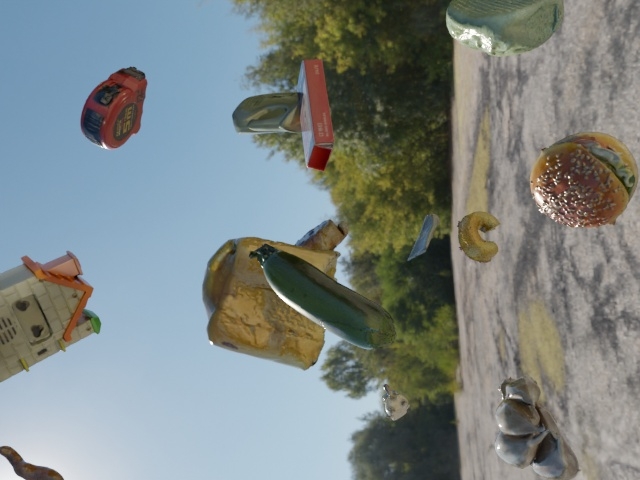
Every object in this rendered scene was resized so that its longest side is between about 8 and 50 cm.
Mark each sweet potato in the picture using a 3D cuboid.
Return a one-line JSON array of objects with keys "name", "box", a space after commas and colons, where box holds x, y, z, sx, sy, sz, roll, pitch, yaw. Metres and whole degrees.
[{"name": "sweet potato", "box": [-0.614, 0.485, 1.075, 0.044, 0.178, 0.044, 16, -90, -75]}]

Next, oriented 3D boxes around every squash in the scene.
[{"name": "squash", "box": [-0.012, 0.089, 0.880, 0.087, 0.331, 0.087, -34, -40, -34]}]

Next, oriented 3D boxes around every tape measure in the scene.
[{"name": "tape measure", "box": [-0.711, -0.444, 1.750, 0.253, 0.113, 0.260, -63, -1, 41]}]

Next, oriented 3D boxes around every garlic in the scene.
[{"name": "garlic", "box": [0.537, 0.464, 1.263, 0.292, 0.209, 0.238, -43, -41, -72]}]

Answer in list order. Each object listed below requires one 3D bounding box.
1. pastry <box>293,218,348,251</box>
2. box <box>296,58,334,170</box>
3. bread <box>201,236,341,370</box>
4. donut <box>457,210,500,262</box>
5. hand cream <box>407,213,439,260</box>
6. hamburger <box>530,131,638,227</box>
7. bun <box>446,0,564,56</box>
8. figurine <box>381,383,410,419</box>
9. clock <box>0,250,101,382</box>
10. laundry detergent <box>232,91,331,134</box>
[{"name": "pastry", "box": [0.000, 0.000, 1.908, 0.100, 0.229, 0.218, 51, -157, -9]}, {"name": "box", "box": [-0.014, -0.288, 1.178, 0.123, 0.049, 0.230, 115, 149, -70]}, {"name": "bread", "box": [-0.155, 0.158, 1.507, 0.250, 0.393, 0.362, -71, -5, -81]}, {"name": "donut", "box": [0.540, -0.023, 1.731, 0.078, 0.145, 0.181, 128, 162, -66]}, {"name": "hand cream", "box": [0.249, -0.011, 1.204, 0.037, 0.057, 0.165, 44, -135, -11]}, {"name": "hamburger", "box": [0.596, -0.136, 1.165, 0.147, 0.236, 0.237, -31, -61, -46]}, {"name": "bun", "box": [0.358, -0.434, 1.002, 0.221, 0.221, 0.108, -81, -21, -45]}, {"name": "figurine", "box": [0.135, 0.298, 0.942, 0.083, 0.047, 0.051, 80, 165, -57]}, {"name": "clock", "box": [-0.589, 0.141, 1.008, 0.255, 0.106, 0.220, -30, -53, -36]}, {"name": "laundry detergent", "box": [-0.094, -0.334, 1.345, 0.181, 0.253, 0.091, -54, -39, -51]}]
